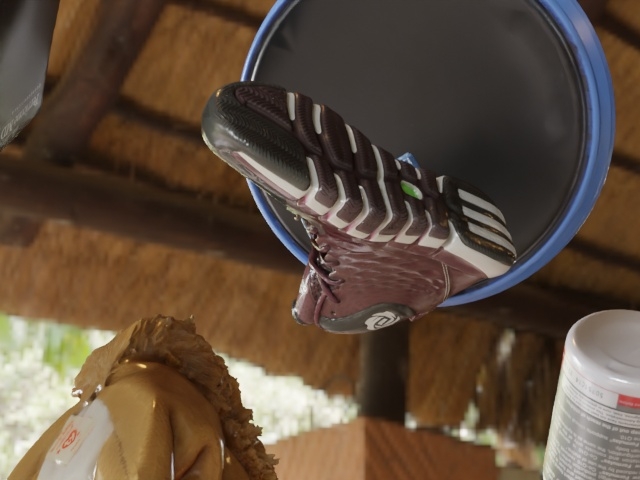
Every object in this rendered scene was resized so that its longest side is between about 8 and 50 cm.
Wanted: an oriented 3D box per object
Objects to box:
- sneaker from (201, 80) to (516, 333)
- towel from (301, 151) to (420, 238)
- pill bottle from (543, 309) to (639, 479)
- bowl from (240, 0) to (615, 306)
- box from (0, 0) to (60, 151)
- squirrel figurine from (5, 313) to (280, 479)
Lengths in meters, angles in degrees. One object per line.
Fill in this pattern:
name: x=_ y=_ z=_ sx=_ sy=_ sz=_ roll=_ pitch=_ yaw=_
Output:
sneaker: x=0.000 y=0.000 z=1.051 sx=0.281 sy=0.106 sz=0.162 roll=26 pitch=-53 yaw=-28
towel: x=0.045 y=-0.025 z=1.245 sx=0.119 sy=0.067 sz=0.029 roll=-26 pitch=-15 yaw=-4
pill bottle: x=0.352 y=0.240 z=1.658 sx=0.161 sy=0.161 sz=0.283 roll=2 pitch=-60 yaw=-4
bowl: x=0.098 y=-0.120 z=1.408 sx=0.391 sy=0.391 sz=0.077 roll=-5 pitch=8 yaw=15
box: x=-0.333 y=-0.199 z=1.088 sx=0.179 sy=0.343 sz=0.312 roll=19 pitch=-61 yaw=3
squirrel figurine: x=-0.124 y=0.292 z=1.514 sx=0.281 sy=0.397 sz=0.370 roll=-35 pitch=-62 yaw=27
